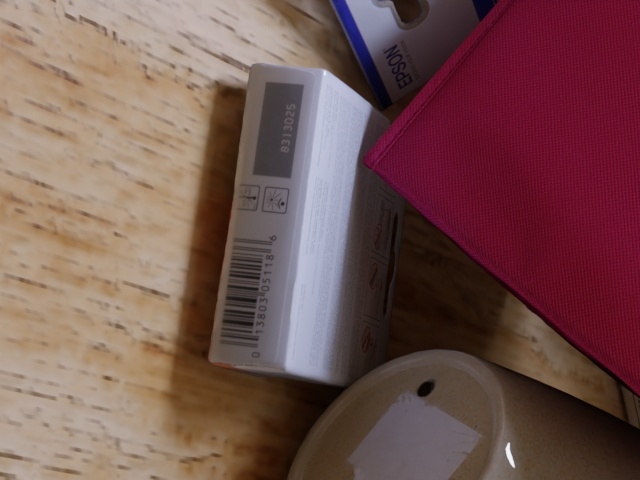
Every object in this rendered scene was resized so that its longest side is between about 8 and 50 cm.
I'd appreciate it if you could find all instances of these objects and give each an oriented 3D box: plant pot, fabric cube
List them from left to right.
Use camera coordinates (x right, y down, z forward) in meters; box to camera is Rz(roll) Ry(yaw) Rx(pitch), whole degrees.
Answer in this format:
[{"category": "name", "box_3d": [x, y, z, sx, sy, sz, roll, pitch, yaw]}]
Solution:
[{"category": "plant pot", "box_3d": [0.111, 0.182, 1.004, 0.274, 0.256, 0.256, 47, 54, -34]}, {"category": "fabric cube", "box_3d": [0.230, -0.024, 0.997, 0.254, 0.258, 0.259, -50, 148, 3]}]

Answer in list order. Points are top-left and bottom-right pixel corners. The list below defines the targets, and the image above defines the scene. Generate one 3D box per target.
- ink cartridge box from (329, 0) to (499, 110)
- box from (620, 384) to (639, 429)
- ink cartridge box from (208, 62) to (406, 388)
[{"category": "ink cartridge box", "box_3d": [0.150, -0.228, 0.996, 0.371, 0.069, 0.176, -35, 147, -4]}, {"category": "box", "box_3d": [0.284, 0.079, 1.303, 0.121, 0.148, 0.311, -37, 126, -35]}, {"category": "ink cartridge box", "box_3d": [0.000, 0.000, 0.988, 0.179, 0.045, 0.145, 31, 66, -73]}]
